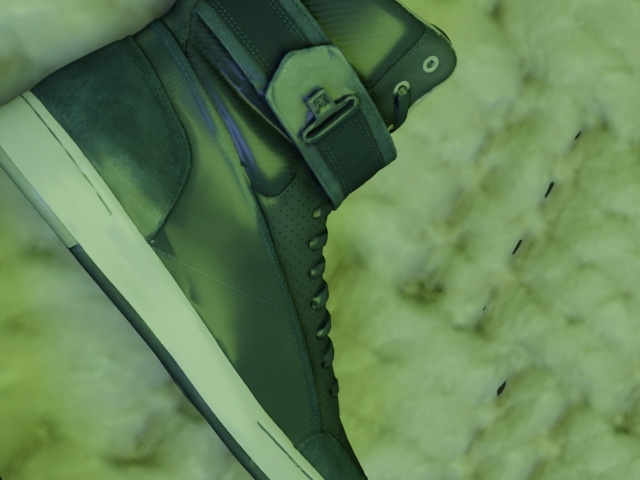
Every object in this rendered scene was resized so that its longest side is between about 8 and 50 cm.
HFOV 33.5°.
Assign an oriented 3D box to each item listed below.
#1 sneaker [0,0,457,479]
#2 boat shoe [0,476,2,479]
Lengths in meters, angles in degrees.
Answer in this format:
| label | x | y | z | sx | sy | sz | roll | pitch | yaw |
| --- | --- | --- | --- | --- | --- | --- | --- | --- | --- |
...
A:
| label | x | y | z | sx | sy | sz | roll | pitch | yaw |
| --- | --- | --- | --- | --- | --- | --- | --- | --- | --- |
| sneaker | 0.001 | 0.000 | 0.418 | 0.163 | 0.086 | 0.226 | -38 | 118 | -13 |
| boat shoe | -0.146 | 0.097 | 0.378 | 0.066 | 0.066 | 0.183 | -18 | 102 | -20 |
